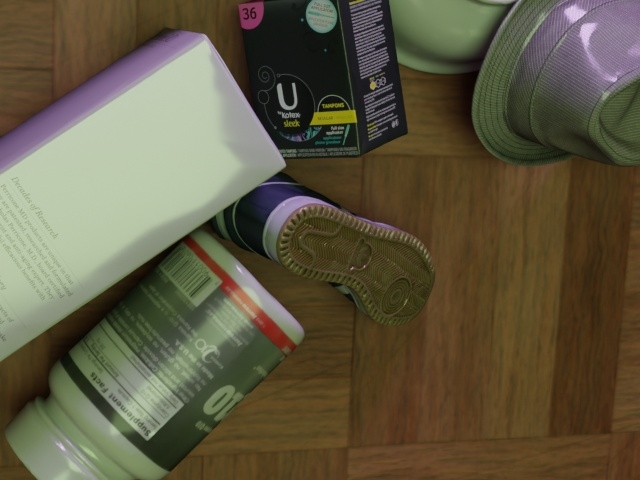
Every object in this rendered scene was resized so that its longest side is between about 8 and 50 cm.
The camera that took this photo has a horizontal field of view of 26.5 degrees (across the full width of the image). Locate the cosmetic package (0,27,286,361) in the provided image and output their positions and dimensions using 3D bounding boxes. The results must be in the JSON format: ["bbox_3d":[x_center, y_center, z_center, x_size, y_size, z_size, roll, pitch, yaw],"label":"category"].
[{"bbox_3d":[-0.237,-0.041,1.293,0.366,0.197,0.155,-36,108,-9],"label":"cosmetic package"}]

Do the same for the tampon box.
[{"bbox_3d":[0.003,-0.171,1.363,0.101,0.120,0.161,-30,115,-54],"label":"tampon box"}]

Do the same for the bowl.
[{"bbox_3d":[0.161,-0.315,1.393,0.298,0.134,0.297,-4,102,-17],"label":"bowl"}]

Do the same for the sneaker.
[{"bbox_3d":[0.000,0.000,1.437,0.282,0.153,0.099,28,89,-50],"label":"sneaker"}]

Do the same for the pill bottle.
[{"bbox_3d":[-0.168,0.138,1.368,0.283,0.161,0.161,-45,110,-4],"label":"pill bottle"}]

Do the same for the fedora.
[{"bbox_3d":[0.300,-0.160,1.414,0.275,0.124,0.243,0,122,-46],"label":"fedora"}]
